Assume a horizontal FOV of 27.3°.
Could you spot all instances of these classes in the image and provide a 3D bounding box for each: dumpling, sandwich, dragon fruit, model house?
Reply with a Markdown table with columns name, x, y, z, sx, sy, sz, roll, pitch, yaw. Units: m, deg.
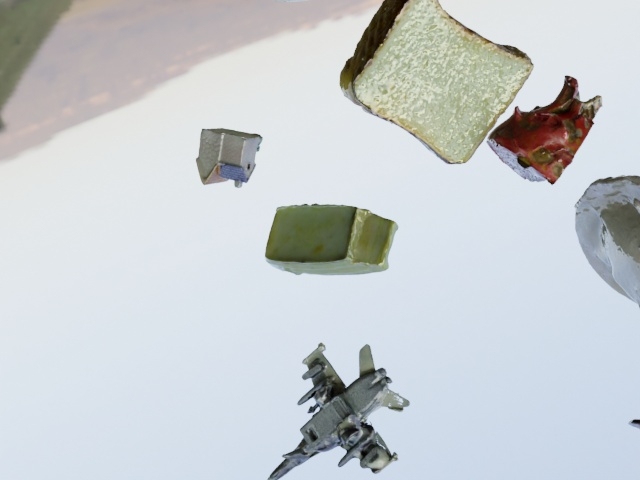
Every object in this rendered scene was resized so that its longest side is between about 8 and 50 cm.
| name | x | y | z | sx | sy | sz | roll | pitch | yaw |
| --- | --- | --- | --- | --- | --- | --- | --- | --- | --- |
| dumpling | 0.487 | 0.003 | 1.898 | 0.163 | 0.293 | 0.204 | -36 | -154 | -1 |
| sandwich | 0.148 | -0.215 | 1.695 | 0.186 | 0.214 | 0.065 | -57 | -152 | 12 |
| dragon fruit | 0.412 | -0.211 | 2.414 | 0.211 | 0.134 | 0.262 | -45 | -175 | -2 |
| model house | -0.160 | -0.146 | 2.360 | 0.100 | 0.100 | 0.087 | 12 | -170 | 26 |

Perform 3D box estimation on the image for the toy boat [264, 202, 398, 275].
| name | x | y | z | sx | sy | sz | roll | pitch | yaw |
| --- | --- | --- | --- | --- | --- | --- | --- | --- | --- |
| toy boat | -0.005 | -0.002 | 2.105 | 0.276 | 0.111 | 0.084 | 2 | 166 | 46 |

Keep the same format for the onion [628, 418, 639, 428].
| name | x | y | z | sx | sy | sz | roll | pitch | yaw |
| --- | --- | --- | --- | --- | --- | --- | --- | --- | --- |
| onion | 0.532 | 0.192 | 1.390 | 0.348 | 0.159 | 0.267 | -23 | -177 | -12 |

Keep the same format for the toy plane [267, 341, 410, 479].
| name | x | y | z | sx | sy | sz | roll | pitch | yaw |
| --- | --- | --- | --- | --- | --- | --- | --- | --- | --- |
| toy plane | 0.004 | 0.258 | 1.783 | 0.262 | 0.192 | 0.088 | -42 | 159 | 18 |
